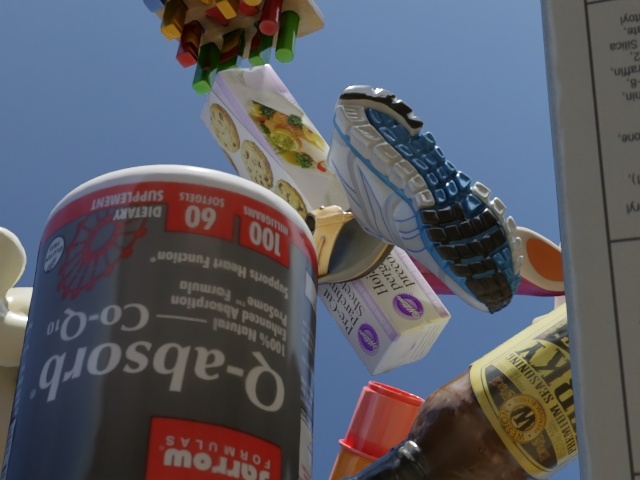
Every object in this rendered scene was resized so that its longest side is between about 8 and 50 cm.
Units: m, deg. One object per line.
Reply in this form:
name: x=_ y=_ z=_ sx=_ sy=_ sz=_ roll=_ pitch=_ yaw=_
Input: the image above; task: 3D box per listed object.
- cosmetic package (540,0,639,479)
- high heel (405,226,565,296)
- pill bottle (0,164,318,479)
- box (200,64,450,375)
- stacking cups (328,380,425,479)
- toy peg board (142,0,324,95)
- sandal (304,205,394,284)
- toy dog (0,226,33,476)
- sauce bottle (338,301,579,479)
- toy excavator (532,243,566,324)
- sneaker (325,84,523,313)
cosmetic package: x=0.159 y=0.049 z=0.393 sx=0.113 sy=0.160 sz=0.310 roll=53 pitch=-145 yaw=-64
high heel: x=0.187 y=0.042 z=1.509 sx=0.244 sy=0.117 sz=0.082 roll=8 pitch=-124 yaw=-29
pill bottle: x=-0.108 y=0.148 z=0.878 sx=0.210 sy=0.210 sz=0.363 roll=24 pitch=-130 yaw=-31
box: x=-0.003 y=-0.028 z=1.163 sx=0.063 sy=0.067 sz=0.324 roll=-14 pitch=-122 yaw=-34
stacking cups: x=0.024 y=0.293 z=1.224 sx=0.096 sy=0.096 sz=0.316 roll=23 pitch=-94 yaw=-31
toy peg board: x=-0.105 y=-0.242 z=1.375 sx=0.161 sy=0.161 sz=0.079 roll=51 pitch=-149 yaw=-39
sandal: x=0.000 y=0.000 z=1.068 sx=0.049 sy=0.180 sz=0.072 roll=32 pitch=-129 yaw=-38
toy dog: x=-0.275 y=0.160 z=1.267 sx=0.407 sy=0.284 sz=0.395 roll=-29 pitch=-98 yaw=-16
sauce bottle: x=0.159 y=0.138 z=1.014 sx=0.344 sy=0.111 sz=0.111 roll=-33 pitch=-75 yaw=-15
toy excavator: x=0.416 y=-0.094 z=1.627 sx=0.222 sy=0.433 sz=0.445 roll=34 pitch=-68 yaw=-32
sneaker: x=0.067 y=-0.017 z=0.895 sx=0.071 sy=0.083 sz=0.191 roll=-17 pitch=-121 yaw=-34
